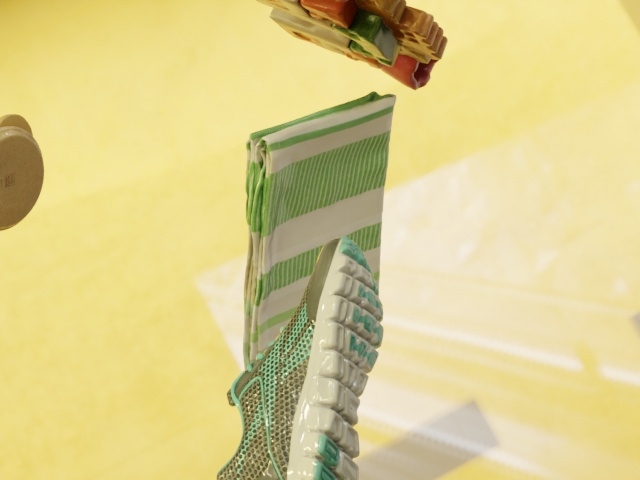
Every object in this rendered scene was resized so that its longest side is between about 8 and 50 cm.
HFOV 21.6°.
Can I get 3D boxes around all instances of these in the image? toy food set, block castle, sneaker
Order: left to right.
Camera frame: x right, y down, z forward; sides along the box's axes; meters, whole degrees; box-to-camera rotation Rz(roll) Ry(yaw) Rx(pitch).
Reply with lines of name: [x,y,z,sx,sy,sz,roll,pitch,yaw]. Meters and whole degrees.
toy food set: [-0.238,-0.047,1.250,0.082,0.020,0.083,-42,-44,-39]
sneaker: [-0.015,0.073,0.903,0.076,0.166,0.065,-1,-30,26]
block castle: [0.086,-0.364,1.927,0.303,0.213,0.453,-65,-18,-2]

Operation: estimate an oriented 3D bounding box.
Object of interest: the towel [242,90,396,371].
towel: [0.000,0.000,1.981,0.248,0.038,0.325,-24,-55,-44]
